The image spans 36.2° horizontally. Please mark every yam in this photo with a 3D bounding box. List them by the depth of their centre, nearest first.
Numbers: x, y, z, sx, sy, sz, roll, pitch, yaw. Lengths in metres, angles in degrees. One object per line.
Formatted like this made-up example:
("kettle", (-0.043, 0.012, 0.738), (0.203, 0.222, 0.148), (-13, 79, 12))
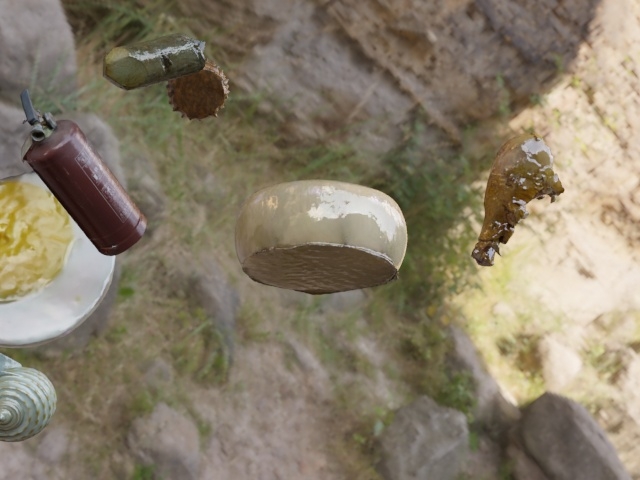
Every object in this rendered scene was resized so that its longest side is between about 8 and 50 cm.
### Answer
("yam", (-0.251, -0.267, 1.468), (0.070, 0.146, 0.070), (45, -34, 44))

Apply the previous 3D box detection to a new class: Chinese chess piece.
("Chinese chess piece", (0.000, 0.000, 1.918), (0.338, 0.338, 0.141), (38, 51, -58))

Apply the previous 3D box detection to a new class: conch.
("conch", (-0.408, 0.196, 1.253), (0.135, 0.102, 0.153), (44, -18, -17))

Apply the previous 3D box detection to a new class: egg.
("egg", (-0.520, 0.057, 1.751), (0.337, 0.337, 0.201), (53, -21, 15))

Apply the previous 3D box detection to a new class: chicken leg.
("chicken leg", (0.285, -0.055, 1.434), (0.101, 0.208, 0.085), (24, -5, -9))

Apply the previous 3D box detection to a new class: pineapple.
("pineapple", (-0.232, -0.297, 1.816), (0.130, 0.119, 0.277), (22, 15, -20))

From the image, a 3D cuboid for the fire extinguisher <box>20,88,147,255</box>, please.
("fire extinguisher", (-0.371, -0.102, 1.482), (0.269, 0.104, 0.105), (58, 2, -37))
